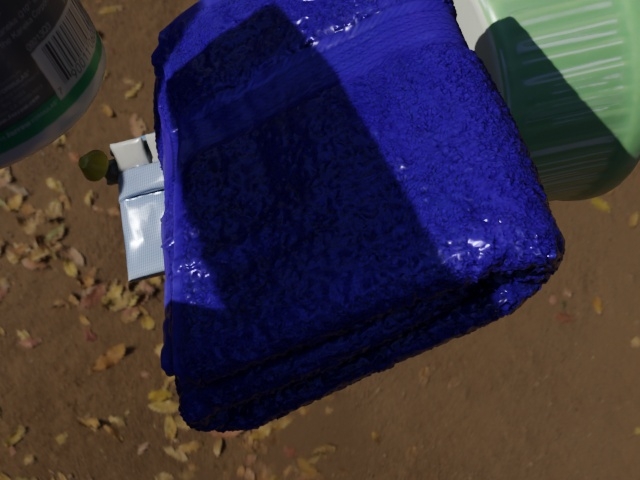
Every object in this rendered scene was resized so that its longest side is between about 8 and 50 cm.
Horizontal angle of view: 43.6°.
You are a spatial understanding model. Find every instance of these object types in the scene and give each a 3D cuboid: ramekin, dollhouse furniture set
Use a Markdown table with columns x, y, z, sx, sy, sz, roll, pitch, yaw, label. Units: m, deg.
| x | y | z | sx | sy | sz | roll | pitch | yaw | label |
| --- | --- | --- | --- | --- | --- | --- | --- | --- | --- |
| 0.176 | -0.171 | 0.800 | 0.148 | 0.303 | 0.303 | -15 | 61 | -16 | ramekin |
| -0.185 | -0.020 | 0.990 | 0.303 | 0.198 | 0.286 | -11 | 78 | 22 | dollhouse furniture set |

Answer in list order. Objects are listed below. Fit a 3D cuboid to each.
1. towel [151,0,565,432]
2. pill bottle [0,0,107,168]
| x | y | z | sx | sy | sz | roll | pitch | yaw | label |
| --- | --- | --- | --- | --- | --- | --- | --- | --- | --- |
| -0.011 | -0.063 | 0.478 | 0.227 | 0.076 | 0.308 | -29 | 49 | 18 | towel |
| -0.330 | -0.235 | 0.594 | 0.204 | 0.361 | 0.204 | -10 | 49 | 12 | pill bottle |
